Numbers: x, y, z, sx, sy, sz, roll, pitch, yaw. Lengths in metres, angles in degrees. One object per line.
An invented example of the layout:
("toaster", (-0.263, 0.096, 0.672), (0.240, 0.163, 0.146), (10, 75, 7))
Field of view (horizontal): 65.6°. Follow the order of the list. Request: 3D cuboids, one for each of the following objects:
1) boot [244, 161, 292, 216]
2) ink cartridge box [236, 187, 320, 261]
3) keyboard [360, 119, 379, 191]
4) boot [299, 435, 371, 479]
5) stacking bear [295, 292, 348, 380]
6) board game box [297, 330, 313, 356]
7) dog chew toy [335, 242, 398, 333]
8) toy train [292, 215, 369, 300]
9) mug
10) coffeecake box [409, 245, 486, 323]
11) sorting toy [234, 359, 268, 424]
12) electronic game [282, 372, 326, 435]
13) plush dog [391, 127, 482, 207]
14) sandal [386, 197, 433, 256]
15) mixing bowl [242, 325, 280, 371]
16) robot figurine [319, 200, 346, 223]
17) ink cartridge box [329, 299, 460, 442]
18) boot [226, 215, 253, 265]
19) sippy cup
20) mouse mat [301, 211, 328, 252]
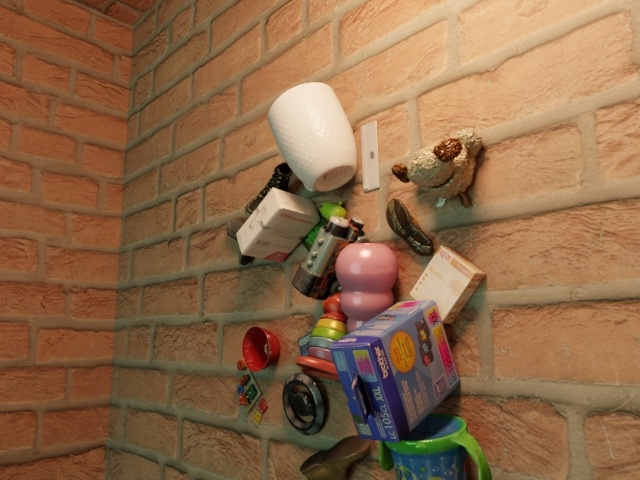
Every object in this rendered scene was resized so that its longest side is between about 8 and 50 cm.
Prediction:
("boot", (-0.203, -0.206, 1.991), (0.085, 0.236, 0.178), (40, 140, 14))
("ink cartridge box", (-0.168, -0.055, 1.970), (0.283, 0.207, 0.117), (-47, 48, 30))
("keyboard", (0.180, -0.306, 1.801), (0.072, 0.014, 0.256), (-11, 76, 39))
("boot", (0.073, 0.759, 1.689), (0.305, 0.112, 0.115), (-38, 88, 30))
("stacking bear", (0.042, 0.317, 1.706), (0.164, 0.175, 0.289), (12, 66, 13))
("board game box", (0.005, 0.394, 1.841), (0.201, 0.035, 0.136), (-36, 60, 36))
("dog chew toy", (0.151, 0.175, 1.624), (0.207, 0.207, 0.331), (3, 93, 46))
("toy train", (0.036, 0.065, 1.754), (0.142, 0.190, 0.334), (41, 113, 41))
("mug", (-0.021, -0.336, 1.859), (0.374, 0.276, 0.328), (116, 135, -60))
("coffeecake box", (0.376, 0.132, 1.482), (0.142, 0.068, 0.185), (45, 115, 40))
("sorting toy", (-0.318, 0.652, 2.120), (0.132, 0.046, 0.274), (-56, 49, 24))
("electronic game", (-0.065, 0.612, 1.864), (0.229, 0.048, 0.229), (2, 93, 45))
("plush dog", (0.343, -0.204, 1.459), (0.262, 0.225, 0.210), (-30, 63, 39))
("sandal", (0.293, -0.043, 1.612), (0.219, 0.060, 0.090), (50, 125, 22))
("mixing bowl", (-0.229, 0.441, 2.027), (0.181, 0.098, 0.181), (-10, 75, 44))
("robot figurine", (0.049, -0.103, 1.857), (0.115, 0.067, 0.101), (31, 93, 44))
("ink cartridge box", (0.194, 0.355, 1.351), (0.151, 0.395, 0.270), (-15, 94, 46))
("boot", (-0.370, -0.003, 2.265), (0.208, 0.076, 0.189), (23, 85, 38))
("sippy cup", (0.306, 0.626, 1.375), (0.305, 0.240, 0.224), (141, 120, -82))
("mouse mat", (0.000, 0.000, 1.935), (0.152, 0.007, 0.189), (-56, 48, 24))
